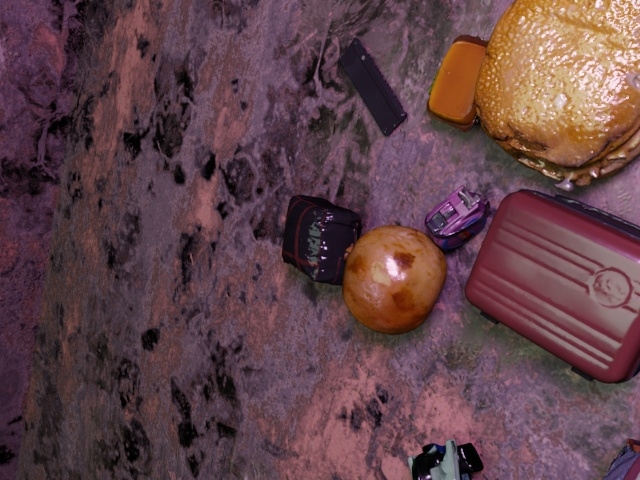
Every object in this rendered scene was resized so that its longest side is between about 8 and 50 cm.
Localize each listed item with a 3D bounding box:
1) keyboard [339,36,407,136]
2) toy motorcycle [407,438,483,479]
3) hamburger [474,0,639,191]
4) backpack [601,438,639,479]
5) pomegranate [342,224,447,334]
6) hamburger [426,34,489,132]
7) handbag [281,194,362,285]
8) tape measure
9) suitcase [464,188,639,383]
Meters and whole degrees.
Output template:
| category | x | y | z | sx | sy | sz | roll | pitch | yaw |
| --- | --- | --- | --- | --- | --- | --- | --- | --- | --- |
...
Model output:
| category | x | y | z | sx | sy | sz | roll | pitch | yaw |
| --- | --- | --- | --- | --- | --- | --- | --- | --- | --- |
| keyboard | 0.112 | -0.334 | 1.332 | 0.072 | 0.023 | 0.231 | -47 | 62 | 41 |
| toy motorcycle | 0.270 | 0.541 | 1.136 | 0.125 | 0.196 | 0.331 | -39 | 54 | 35 |
| hamburger | 0.399 | -0.246 | 0.972 | 0.289 | 0.170 | 0.315 | 29 | 109 | 35 |
| backpack | 0.551 | 0.321 | 0.803 | 0.283 | 0.197 | 0.317 | 34 | 97 | 40 |
| pomegranate | 0.134 | 0.070 | 1.200 | 0.215 | 0.215 | 0.216 | 2 | 94 | 42 |
| hamburger | 0.272 | -0.293 | 1.144 | 0.137 | 0.087 | 0.166 | 36 | 114 | 35 |
| handbag | 0.000 | 0.000 | 1.345 | 0.215 | 0.155 | 0.170 | -150 | 71 | -65 |
| tape measure | 0.257 | -0.043 | 1.151 | 0.125 | 0.118 | 0.074 | -38 | 65 | 18 |
| suitcase | 0.405 | 0.064 | 0.991 | 0.297 | 0.161 | 0.237 | 33 | 114 | 37 |
